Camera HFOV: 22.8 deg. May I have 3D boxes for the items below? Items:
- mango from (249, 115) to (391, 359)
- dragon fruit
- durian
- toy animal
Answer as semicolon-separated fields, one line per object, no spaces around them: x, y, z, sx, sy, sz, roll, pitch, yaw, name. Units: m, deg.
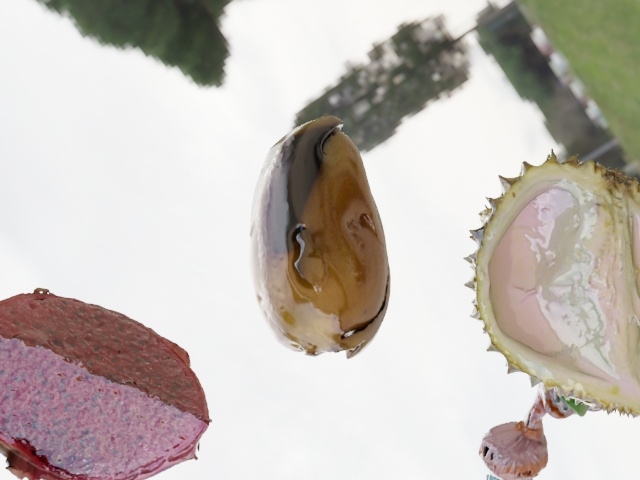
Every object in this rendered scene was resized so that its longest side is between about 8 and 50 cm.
0.000;0.000;1.902;0.201;0.153;0.287;14;-110;-43;mango
-0.250;0.154;1.583;0.274;0.161;0.126;23;-155;-9;dragon fruit
0.229;0.038;1.447;0.138;0.183;0.249;-32;-71;-77;durian
0.223;0.193;1.616;0.100;0.208;0.103;25;-150;8;toy animal
